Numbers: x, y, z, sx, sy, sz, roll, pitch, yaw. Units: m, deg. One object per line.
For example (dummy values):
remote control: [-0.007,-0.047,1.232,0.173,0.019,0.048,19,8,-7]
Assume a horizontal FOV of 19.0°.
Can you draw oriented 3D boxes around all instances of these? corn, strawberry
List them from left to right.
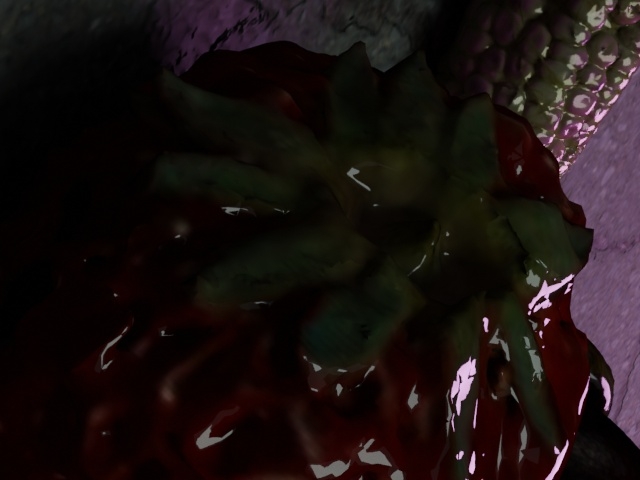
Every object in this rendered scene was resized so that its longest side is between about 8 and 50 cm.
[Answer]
strawberry: [-0.041,0.090,0.922,0.317,0.295,0.345,-80,-164,-49]
corn: [0.153,-0.141,1.135,0.335,0.126,0.126,-60,152,6]

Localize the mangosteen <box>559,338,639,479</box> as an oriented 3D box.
mangosteen: [0.077,0.177,1.179,0.307,0.307,0.347,69,30,-56]
